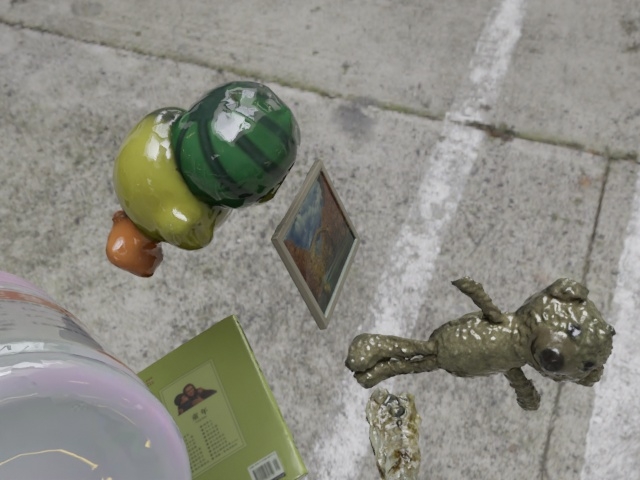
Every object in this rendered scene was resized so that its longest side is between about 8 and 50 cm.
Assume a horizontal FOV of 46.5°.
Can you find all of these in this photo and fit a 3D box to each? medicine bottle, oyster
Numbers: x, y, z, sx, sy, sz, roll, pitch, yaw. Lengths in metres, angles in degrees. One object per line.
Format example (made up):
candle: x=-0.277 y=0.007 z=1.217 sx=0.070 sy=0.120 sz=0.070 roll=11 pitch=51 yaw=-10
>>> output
medicine bottle: x=-0.242 y=0.140 z=0.546 sx=0.202 sy=0.202 sz=0.316 roll=-32 pitch=24 yaw=-24
oyster: x=0.116 y=0.301 z=1.077 sx=0.106 sy=0.061 sz=0.200 roll=-13 pitch=53 yaw=-10

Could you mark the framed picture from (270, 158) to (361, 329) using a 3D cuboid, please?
framed picture: x=0.000 y=0.000 z=1.235 sx=0.016 sy=0.184 sz=0.250 roll=-14 pitch=28 yaw=26

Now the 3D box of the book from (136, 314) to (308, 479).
book: x=-0.184 y=0.310 z=1.246 sx=0.239 sy=0.035 sz=0.352 roll=-33 pitch=48 yaw=2

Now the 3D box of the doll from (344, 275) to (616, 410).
doll: x=0.168 y=0.113 z=0.829 sx=0.286 sy=0.202 sz=0.091 roll=13 pitch=30 yaw=18

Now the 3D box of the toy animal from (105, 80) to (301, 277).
toy animal: x=-0.187 y=-0.106 z=1.085 sx=0.338 sy=0.191 sz=0.216 roll=-28 pitch=37 yaw=27
